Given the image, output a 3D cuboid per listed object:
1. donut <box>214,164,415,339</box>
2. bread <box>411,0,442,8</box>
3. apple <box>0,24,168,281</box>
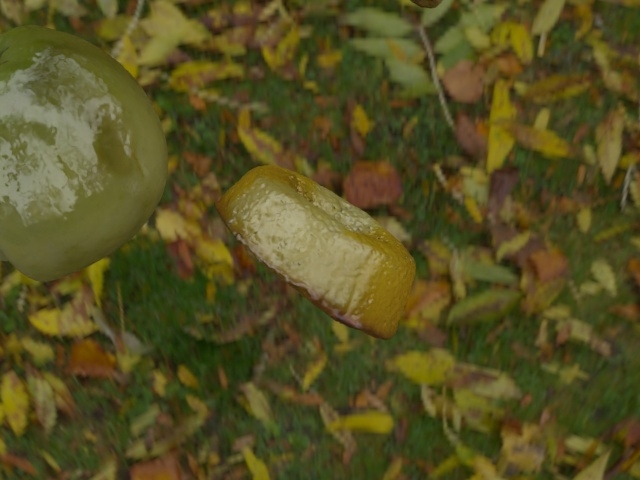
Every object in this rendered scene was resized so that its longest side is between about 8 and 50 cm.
[{"bbox_3d":[0.000,0.000,1.229,0.162,0.178,0.065,31,99,-29],"label":"donut"},{"bbox_3d":[-0.008,-0.295,0.776,0.167,0.324,0.277,12,73,34],"label":"bread"},{"bbox_3d":[-0.323,-0.100,1.861,0.292,0.254,0.292,-18,32,12],"label":"apple"}]
